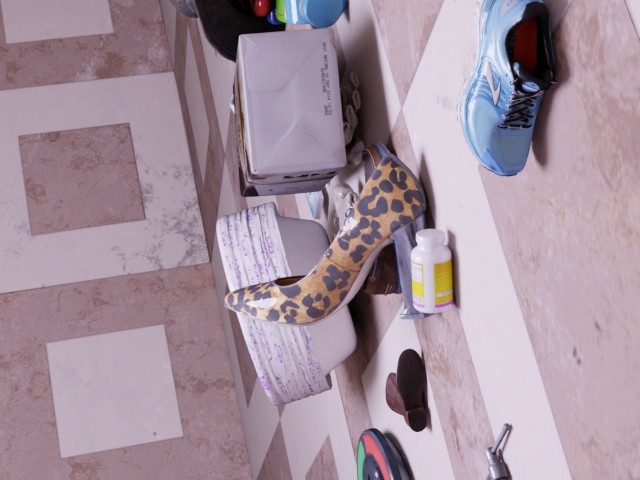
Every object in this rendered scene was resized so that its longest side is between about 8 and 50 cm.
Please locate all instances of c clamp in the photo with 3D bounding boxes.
[{"bbox_3d":[0.184,0.280,1.116,0.137,0.022,0.161,101,158,-57],"label":"c clamp"}]

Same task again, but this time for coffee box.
[{"bbox_3d":[-0.048,-0.154,1.475,0.297,0.118,0.168,144,120,-83],"label":"coffee box"}]

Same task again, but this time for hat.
[{"bbox_3d":[-0.149,-0.408,1.576,0.331,0.133,0.332,-14,-74,-61],"label":"hat"}]

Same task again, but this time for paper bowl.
[{"bbox_3d":[-0.039,0.083,1.627,0.284,0.148,0.284,-16,-90,-89],"label":"paper bowl"}]

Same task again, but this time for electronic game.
[{"bbox_3d":[0.089,0.371,1.557,0.229,0.048,0.229,172,90,-78],"label":"electronic game"}]

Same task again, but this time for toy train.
[{"bbox_3d":[-0.027,-0.400,1.474,0.143,0.105,0.248,-144,46,-59],"label":"toy train"}]

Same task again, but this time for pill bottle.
[{"bbox_3d":[0.118,0.032,1.204,0.043,0.043,0.083,-130,34,-68],"label":"pill bottle"}]

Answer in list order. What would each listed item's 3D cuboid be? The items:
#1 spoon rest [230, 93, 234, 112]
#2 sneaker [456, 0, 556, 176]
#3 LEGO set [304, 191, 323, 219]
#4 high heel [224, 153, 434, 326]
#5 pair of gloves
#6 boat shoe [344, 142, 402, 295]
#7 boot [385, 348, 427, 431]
[{"bbox_3d":[-0.101,-0.205,1.768,0.276,0.084,0.137,-140,36,-78],"label":"spoon rest"},{"bbox_3d":[0.151,-0.123,0.906,0.073,0.063,0.162,-126,30,-59],"label":"sneaker"},{"bbox_3d":[-0.040,-0.178,1.768,0.182,0.060,0.244,99,160,-44],"label":"LEGO set"},{"bbox_3d":[0.000,0.000,1.300,0.093,0.261,0.186,-39,-58,-67],"label":"high heel"},{"bbox_3d":[0.036,-0.083,1.512,0.204,0.042,0.240,111,154,-76],"label":"pair of gloves"},{"bbox_3d":[0.065,-0.025,1.354,0.066,0.066,0.183,140,121,-76],"label":"boat shoe"},{"bbox_3d":[0.101,0.175,1.411,0.114,0.037,0.107,-139,44,-79],"label":"boot"}]
